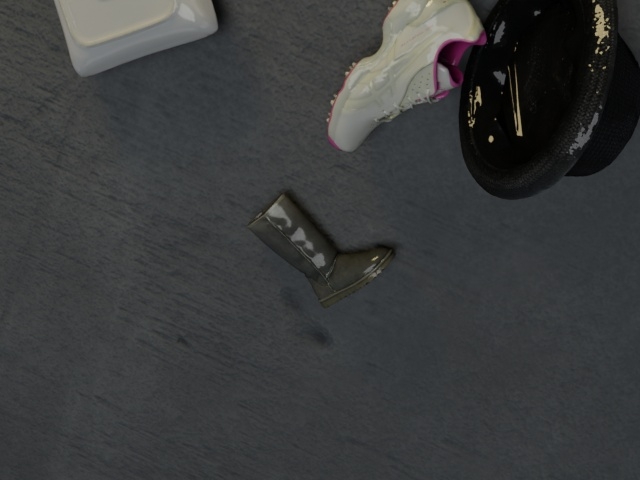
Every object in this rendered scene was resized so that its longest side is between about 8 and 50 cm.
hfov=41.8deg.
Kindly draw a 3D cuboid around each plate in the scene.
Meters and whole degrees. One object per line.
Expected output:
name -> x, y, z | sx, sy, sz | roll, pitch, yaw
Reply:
plate -> -0.322, -0.421, 1.306 | 0.278, 0.045, 0.277 | -12, 101, 23

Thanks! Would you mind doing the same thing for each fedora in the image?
fedora -> 0.328, -0.205, 1.131 | 0.153, 0.334, 0.334 | 14, 125, -26

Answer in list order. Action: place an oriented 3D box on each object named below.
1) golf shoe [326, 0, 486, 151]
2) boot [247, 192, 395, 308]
golf shoe -> 0.120, -0.233, 1.232 | 0.140, 0.115, 0.306 | 45, 124, 16
boot -> 0.000, 0.000, 1.438 | 0.190, 0.076, 0.208 | -34, 95, 27
